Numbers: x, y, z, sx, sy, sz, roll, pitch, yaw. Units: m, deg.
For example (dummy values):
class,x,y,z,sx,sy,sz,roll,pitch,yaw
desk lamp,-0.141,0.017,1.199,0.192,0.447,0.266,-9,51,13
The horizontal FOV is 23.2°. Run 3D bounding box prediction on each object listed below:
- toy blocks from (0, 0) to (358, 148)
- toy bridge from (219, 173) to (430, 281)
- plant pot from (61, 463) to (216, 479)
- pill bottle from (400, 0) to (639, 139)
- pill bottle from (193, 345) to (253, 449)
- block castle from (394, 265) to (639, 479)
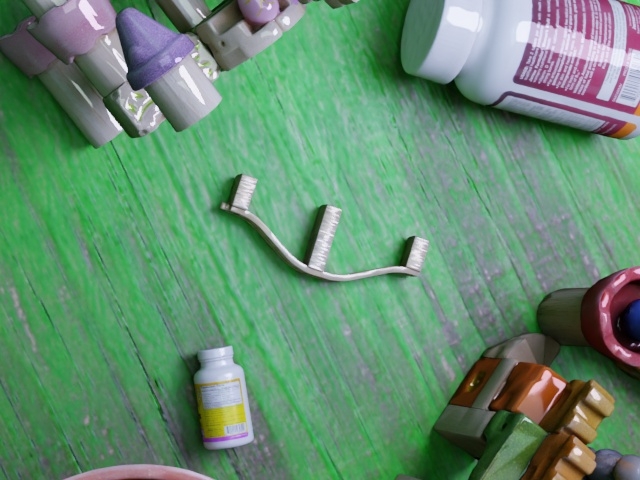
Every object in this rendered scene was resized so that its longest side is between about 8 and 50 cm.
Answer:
class,x,y,z,sx,sy,sz,roll,pitch,yaw
toy blocks,-0.121,-0.255,1.183,0.288,0.309,0.260,-41,105,-16
toy bridge,0.000,0.000,1.356,0.188,0.026,0.063,19,83,-15
plant pot,-0.162,0.292,1.165,0.272,0.265,0.272,1,87,-17
pill bottle,0.191,-0.169,1.375,0.221,0.121,0.121,13,83,-16
pill bottle,-0.083,0.132,1.314,0.043,0.043,0.083,-8,89,-18
block castle,0.232,0.269,1.317,0.303,0.213,0.453,38,78,-12
